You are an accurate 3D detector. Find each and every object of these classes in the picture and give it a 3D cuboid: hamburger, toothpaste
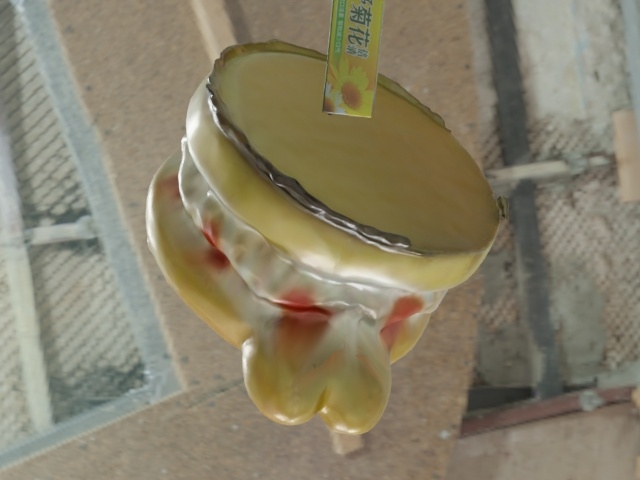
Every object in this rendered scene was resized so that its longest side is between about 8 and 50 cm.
[{"bbox_3d":[0.000,0.000,1.062,0.261,0.303,0.186,9,-57,-34],"label":"hamburger"},{"bbox_3d":[0.027,-0.172,0.911,0.037,0.043,0.179,7,-78,6],"label":"toothpaste"}]
